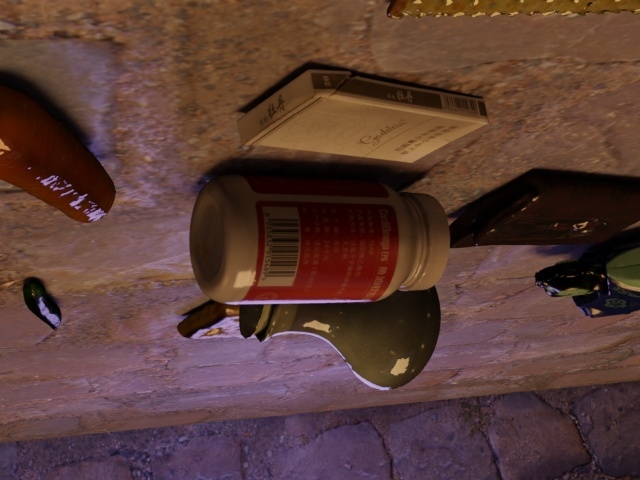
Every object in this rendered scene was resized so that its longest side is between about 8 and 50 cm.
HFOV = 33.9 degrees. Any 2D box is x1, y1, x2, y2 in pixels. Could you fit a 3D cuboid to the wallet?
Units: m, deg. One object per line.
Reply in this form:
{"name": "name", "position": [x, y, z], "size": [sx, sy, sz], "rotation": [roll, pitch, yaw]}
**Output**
{"name": "wallet", "position": [0.289, -0.029, 1.268], "size": [0.229, 0.049, 0.182], "rotation": [0, 160, -30]}

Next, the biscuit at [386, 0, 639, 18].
{"name": "biscuit", "position": [0.170, -0.186, 0.705], "size": [0.232, 0.016, 0.139], "rotation": [-4, 164, -12]}

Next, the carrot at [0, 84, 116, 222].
{"name": "carrot", "position": [-0.229, -0.069, 0.858], "size": [0.067, 0.067, 0.225], "rotation": [-9, 166, 7]}

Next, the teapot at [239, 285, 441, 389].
{"name": "teapot", "position": [0.026, 0.097, 1.394], "size": [0.251, 0.183, 0.183], "rotation": [11, 159, -20]}

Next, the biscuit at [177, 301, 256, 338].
{"name": "biscuit", "position": [-0.113, 0.121, 1.638], "size": [0.184, 0.038, 0.174], "rotation": [4, 159, -36]}

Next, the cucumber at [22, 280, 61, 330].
{"name": "cucumber", "position": [-0.373, 0.086, 1.403], "size": [0.036, 0.033, 0.184], "rotation": [18, 163, 1]}

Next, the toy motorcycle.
{"name": "toy motorcycle", "position": [0.479, 0.047, 1.509], "size": [0.331, 0.125, 0.196], "rotation": [-8, 167, 14]}

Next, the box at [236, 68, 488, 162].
{"name": "box", "position": [0.040, -0.105, 0.914], "size": [0.198, 0.029, 0.109], "rotation": [3, 161, -37]}

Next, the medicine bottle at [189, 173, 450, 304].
{"name": "medicine bottle", "position": [0.000, 0.000, 1.080], "size": [0.250, 0.131, 0.131], "rotation": [1, 162, -28]}
